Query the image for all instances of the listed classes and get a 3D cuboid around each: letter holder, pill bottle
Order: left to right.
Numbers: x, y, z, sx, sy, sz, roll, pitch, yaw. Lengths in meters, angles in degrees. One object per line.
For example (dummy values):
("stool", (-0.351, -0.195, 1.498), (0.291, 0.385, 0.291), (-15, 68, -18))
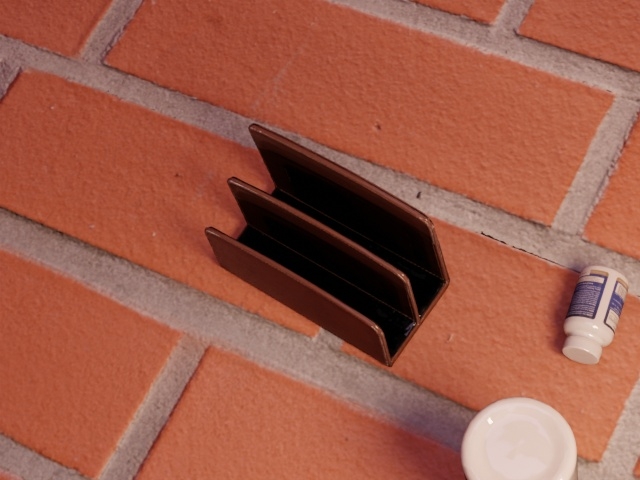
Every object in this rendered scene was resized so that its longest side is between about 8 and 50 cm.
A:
("letter holder", (0.000, 0.000, 1.831), (0.302, 0.214, 0.152), (30, 72, 24))
("pill bottle", (0.240, 0.284, 1.622), (0.131, 0.229, 0.131), (-5, 62, 9))
("pill bottle", (0.357, 0.099, 1.790), (0.067, 0.067, 0.120), (15, 66, 19))
